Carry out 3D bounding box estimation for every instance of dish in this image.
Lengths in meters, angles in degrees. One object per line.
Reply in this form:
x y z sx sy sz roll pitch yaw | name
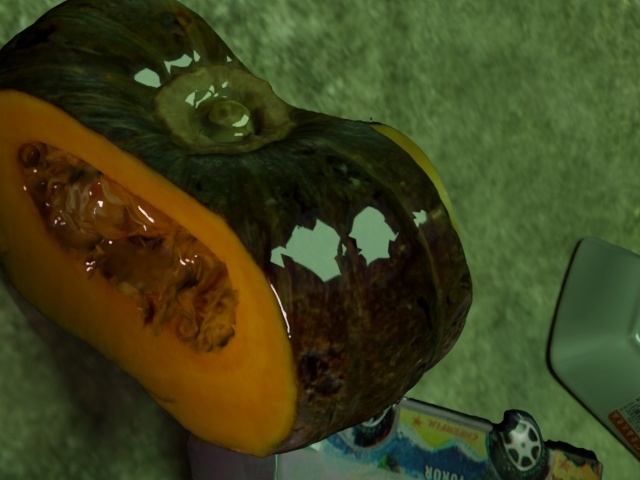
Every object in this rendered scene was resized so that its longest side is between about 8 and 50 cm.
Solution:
0.295 0.107 1.583 0.234 0.064 0.154 44 45 -25 | dish

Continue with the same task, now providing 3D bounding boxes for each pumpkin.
-0.070 0.001 1.101 0.317 0.221 0.139 31 49 24 | pumpkin

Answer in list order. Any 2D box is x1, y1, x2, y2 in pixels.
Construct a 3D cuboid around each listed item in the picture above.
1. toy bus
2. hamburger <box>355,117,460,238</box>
0.051 0.166 1.272 0.317 0.112 0.138 18 70 -39 | toy bus
0.000 0.000 1.295 0.210 0.116 0.173 -7 69 -44 | hamburger
